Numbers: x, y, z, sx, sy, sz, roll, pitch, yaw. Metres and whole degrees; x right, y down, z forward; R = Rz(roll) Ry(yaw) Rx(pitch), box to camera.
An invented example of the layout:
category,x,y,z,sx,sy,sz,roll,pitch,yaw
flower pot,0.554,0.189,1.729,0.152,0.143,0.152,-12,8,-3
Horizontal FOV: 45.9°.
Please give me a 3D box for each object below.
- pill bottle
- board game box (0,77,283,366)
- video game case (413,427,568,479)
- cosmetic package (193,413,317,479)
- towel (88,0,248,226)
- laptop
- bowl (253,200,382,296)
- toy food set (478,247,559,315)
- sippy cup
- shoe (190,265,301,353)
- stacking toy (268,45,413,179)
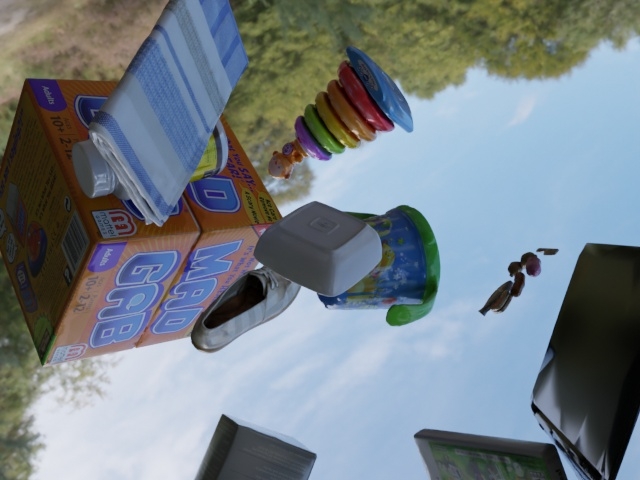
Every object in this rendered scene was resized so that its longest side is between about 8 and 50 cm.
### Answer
category,x,y,z,sx,sy,sz,roll,pitch,yaw
pill bottle,-0.257,-0.131,1.141,0.215,0.117,0.117,-20,-170,-31
board game box,-0.353,-0.041,1.389,0.356,0.356,0.356,-8,146,-40
video game case,0.187,0.288,0.755,0.023,0.193,0.212,-20,180,-28
cosmetic package,-0.103,0.318,0.816,0.238,0.107,0.127,-69,-167,-10
towel,-0.175,-0.181,0.921,0.034,0.209,0.285,15,-115,17
laptop,0.260,0.149,0.586,0.136,0.264,0.234,-35,179,4
bowl,0.000,0.000,0.986,0.142,0.053,0.142,25,-144,25
toy food set,0.256,0.050,0.990,0.122,0.019,0.078,-48,-172,-7
sippy cup,0.103,0.052,1.622,0.224,0.240,0.305,-8,-176,-23
shoe,-0.104,0.091,1.148,0.219,0.076,0.058,-38,154,-34
stacking toy,0.013,-0.218,1.468,0.302,0.175,0.166,-35,161,17
